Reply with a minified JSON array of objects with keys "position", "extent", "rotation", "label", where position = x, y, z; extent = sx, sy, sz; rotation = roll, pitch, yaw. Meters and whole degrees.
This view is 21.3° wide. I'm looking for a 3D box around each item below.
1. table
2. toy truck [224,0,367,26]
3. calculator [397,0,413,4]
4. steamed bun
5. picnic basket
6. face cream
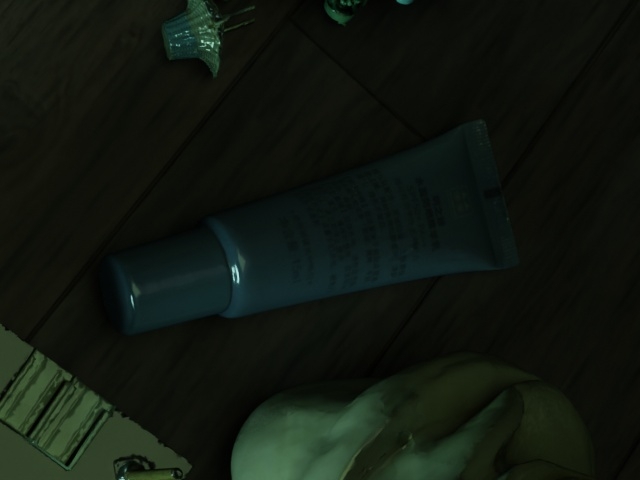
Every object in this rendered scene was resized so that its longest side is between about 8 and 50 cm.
[{"position":[-0.217,0.154,1.307],"extent":[0.240,0.111,0.121],"rotation":[38,70,-14],"label":"table"},{"position":[-0.020,-0.248,1.467],"extent":[0.154,0.080,0.078],"rotation":[9,53,-21],"label":"toy truck"},{"position":[0.054,-0.383,1.477],"extent":[0.256,0.054,0.386],"rotation":[2,72,-25],"label":"calculator"},{"position":[0.122,0.257,1.322],"extent":[0.342,0.255,0.367],"rotation":[7,63,-27],"label":"steamed bun"},{"position":[-0.092,-0.178,1.428],"extent":[0.083,0.065,0.083],"rotation":[-15,84,-7],"label":"picnic basket"},{"position":[0.000,0.000,1.434],"extent":[0.385,0.086,0.135],"rotation":[-15,92,-29],"label":"face cream"}]
